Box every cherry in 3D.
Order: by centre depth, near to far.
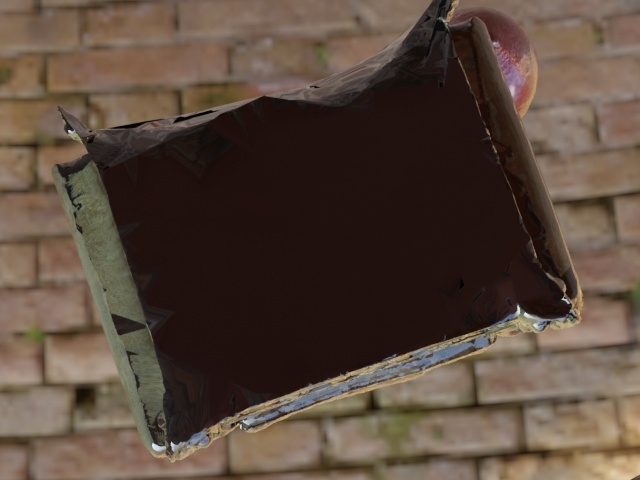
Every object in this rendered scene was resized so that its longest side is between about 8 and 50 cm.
[{"bbox_3d":[0.116,-0.125,1.525,0.107,0.090,0.225,41,158,2],"label":"cherry"}]

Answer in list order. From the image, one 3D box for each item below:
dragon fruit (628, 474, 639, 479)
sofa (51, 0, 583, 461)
[{"bbox_3d":[0.221,0.214,0.976,0.198,0.200,0.269,-29,178,-38],"label":"dragon fruit"},{"bbox_3d":[0.000,0.000,1.003,0.258,0.200,0.182,-20,168,-2],"label":"sofa"}]
